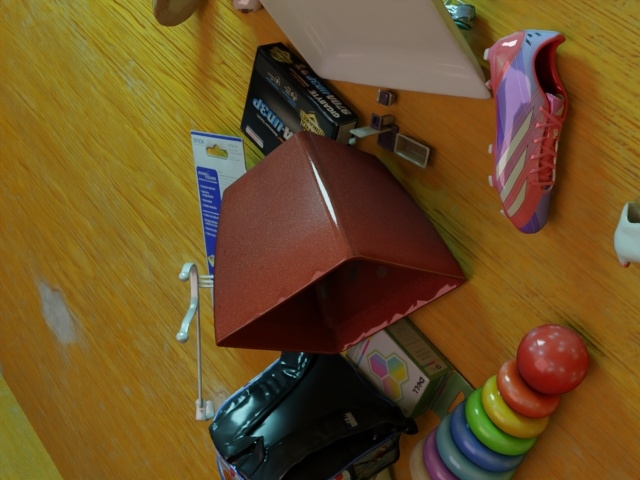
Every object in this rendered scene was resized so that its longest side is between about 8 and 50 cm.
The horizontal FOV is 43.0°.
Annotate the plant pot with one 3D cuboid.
[{"bbox_3d":[0.000,0.000,1.173,0.267,0.267,0.235,-34,61,32],"label":"plant pot"}]

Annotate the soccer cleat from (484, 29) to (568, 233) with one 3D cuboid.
[{"bbox_3d":[0.257,-0.128,0.978,0.095,0.083,0.248,1,103,46],"label":"soccer cleat"}]

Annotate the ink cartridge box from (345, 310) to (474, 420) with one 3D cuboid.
[{"bbox_3d":[0.139,0.208,1.268,0.209,0.062,0.109,47,136,29],"label":"ink cartridge box"}]

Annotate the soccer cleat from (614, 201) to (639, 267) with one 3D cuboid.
[{"bbox_3d":[0.401,0.006,0.863,0.196,0.068,0.076,17,114,50],"label":"soccer cleat"}]

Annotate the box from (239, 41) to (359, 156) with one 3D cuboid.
[{"bbox_3d":[-0.040,-0.191,1.329,0.220,0.051,0.175,49,141,28],"label":"box"}]

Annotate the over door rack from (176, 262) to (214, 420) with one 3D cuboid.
[{"bbox_3d":[-0.128,0.203,1.470,0.240,0.108,0.324,1,108,13],"label":"over door rack"}]

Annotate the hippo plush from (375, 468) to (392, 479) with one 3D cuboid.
[{"bbox_3d":[0.017,0.510,1.396,0.234,0.237,0.294,-43,70,49],"label":"hippo plush"}]

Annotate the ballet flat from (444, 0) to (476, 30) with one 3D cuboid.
[{"bbox_3d":[0.159,-0.301,1.066,0.114,0.041,0.041,23,121,44],"label":"ballet flat"}]

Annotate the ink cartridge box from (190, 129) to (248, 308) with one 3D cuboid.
[{"bbox_3d":[-0.157,-0.024,1.539,0.176,0.069,0.370,15,118,48],"label":"ink cartridge box"}]

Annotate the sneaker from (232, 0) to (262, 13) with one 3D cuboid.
[{"bbox_3d":[-0.144,-0.423,1.371,0.134,0.051,0.070,26,119,38],"label":"sneaker"}]

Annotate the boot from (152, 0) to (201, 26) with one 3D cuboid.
[{"bbox_3d":[-0.270,-0.558,1.446,0.211,0.104,0.295,52,133,31],"label":"boot"}]

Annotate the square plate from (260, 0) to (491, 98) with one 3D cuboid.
[{"bbox_3d":[0.032,-0.329,1.063,0.344,0.049,0.347,19,159,46],"label":"square plate"}]

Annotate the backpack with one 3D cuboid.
[{"bbox_3d":[-0.035,0.313,1.274,0.276,0.263,0.213,36,138,39],"label":"backpack"}]

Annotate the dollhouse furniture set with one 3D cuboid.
[{"bbox_3d":[0.100,-0.152,1.155,0.114,0.081,0.091,34,129,38],"label":"dollhouse furniture set"}]

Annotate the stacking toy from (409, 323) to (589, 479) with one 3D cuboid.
[{"bbox_3d":[0.253,0.237,1.105,0.141,0.141,0.330,49,130,27],"label":"stacking toy"}]
